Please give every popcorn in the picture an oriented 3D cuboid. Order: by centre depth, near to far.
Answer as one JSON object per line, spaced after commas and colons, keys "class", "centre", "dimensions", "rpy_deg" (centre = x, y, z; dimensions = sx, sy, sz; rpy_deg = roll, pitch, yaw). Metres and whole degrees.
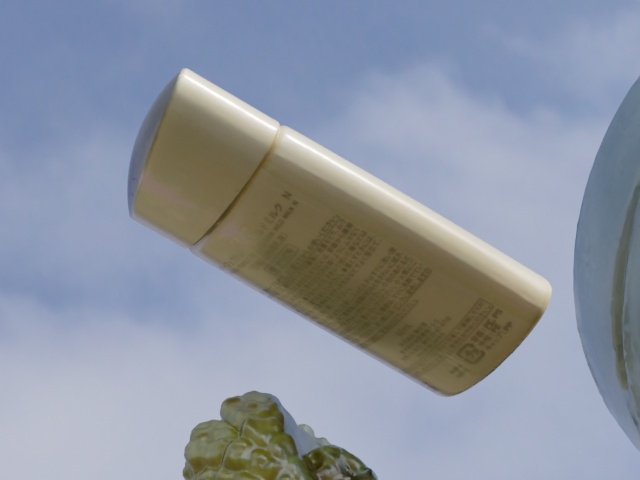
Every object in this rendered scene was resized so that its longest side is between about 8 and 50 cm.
{"class": "popcorn", "centre": [-0.038, 0.208, 1.638], "dimensions": [0.173, 0.173, 0.142], "rpy_deg": [17, -65, -32]}

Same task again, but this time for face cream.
{"class": "face cream", "centre": [0.000, 0.000, 1.603], "dimensions": [0.348, 0.081, 0.173], "rpy_deg": [30, -40, -11]}

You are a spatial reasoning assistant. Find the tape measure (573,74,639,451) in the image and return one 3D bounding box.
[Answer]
{"class": "tape measure", "centre": [0.076, 0.059, 0.488], "dimensions": [0.330, 0.084, 0.164], "rpy_deg": [-40, -66, -16]}
